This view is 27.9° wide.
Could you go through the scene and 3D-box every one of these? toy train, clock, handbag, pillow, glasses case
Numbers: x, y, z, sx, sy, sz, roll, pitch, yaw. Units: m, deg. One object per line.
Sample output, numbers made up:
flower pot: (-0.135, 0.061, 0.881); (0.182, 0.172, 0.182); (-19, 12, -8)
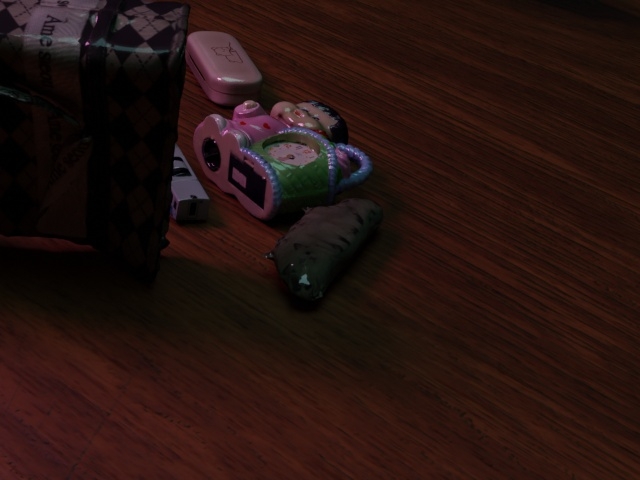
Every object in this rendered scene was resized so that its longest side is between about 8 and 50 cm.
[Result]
toy train: (-0.192, -0.091, 1.625); (0.043, 0.047, 0.207); (-4, 33, -24)
clock: (-0.036, -0.109, 1.655); (0.195, 0.100, 0.194); (-19, 44, -36)
handbag: (-0.348, -0.113, 1.368); (0.416, 0.316, 0.180); (5, 36, 0)
pillow: (-0.001, 0.000, 1.515); (0.093, 0.051, 0.241); (18, 33, 15)
glasses case: (-0.147, -0.259, 1.931); (0.083, 0.050, 0.196); (-1, 31, -23)
